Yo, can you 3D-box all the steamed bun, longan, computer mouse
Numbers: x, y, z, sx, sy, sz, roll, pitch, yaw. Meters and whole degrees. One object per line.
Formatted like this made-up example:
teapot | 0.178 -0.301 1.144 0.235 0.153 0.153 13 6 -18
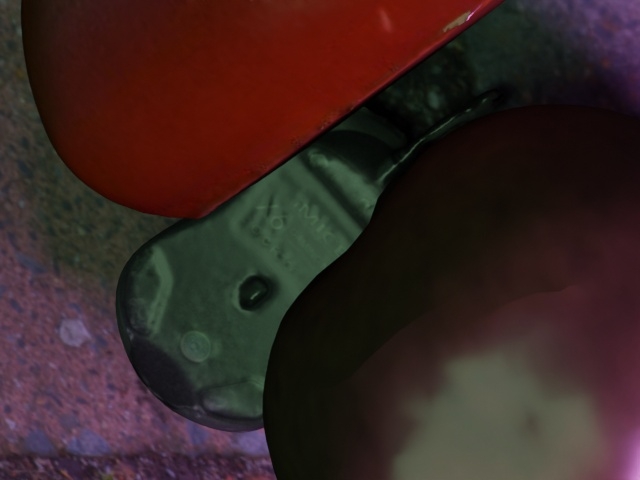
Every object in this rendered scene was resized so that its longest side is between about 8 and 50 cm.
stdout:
steamed bun | -0.027 -0.197 1.172 0.379 0.235 0.248 -34 93 38
longan | 0.135 0.091 1.212 0.361 0.361 0.361 14 125 21
computer mouse | 0.000 0.000 1.389 0.379 0.090 0.167 -38 92 27
